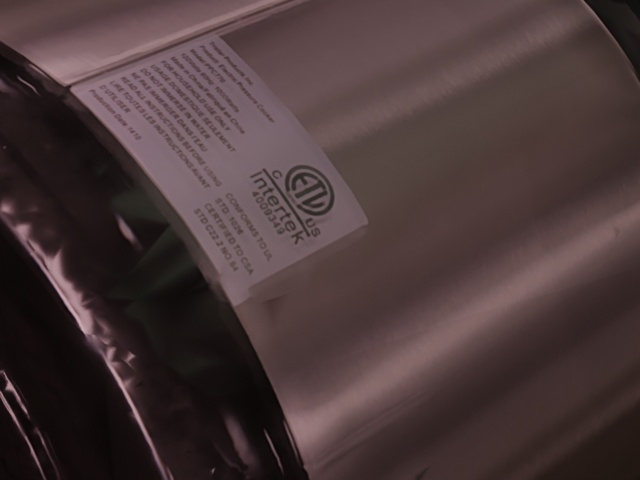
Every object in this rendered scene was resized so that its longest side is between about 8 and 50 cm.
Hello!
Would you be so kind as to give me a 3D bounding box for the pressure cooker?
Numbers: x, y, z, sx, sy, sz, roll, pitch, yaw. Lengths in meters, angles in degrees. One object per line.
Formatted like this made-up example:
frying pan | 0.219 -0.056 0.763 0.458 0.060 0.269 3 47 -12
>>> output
pressure cooker | -0.006 0.025 0.707 0.420 0.376 0.369 -29 112 -38
